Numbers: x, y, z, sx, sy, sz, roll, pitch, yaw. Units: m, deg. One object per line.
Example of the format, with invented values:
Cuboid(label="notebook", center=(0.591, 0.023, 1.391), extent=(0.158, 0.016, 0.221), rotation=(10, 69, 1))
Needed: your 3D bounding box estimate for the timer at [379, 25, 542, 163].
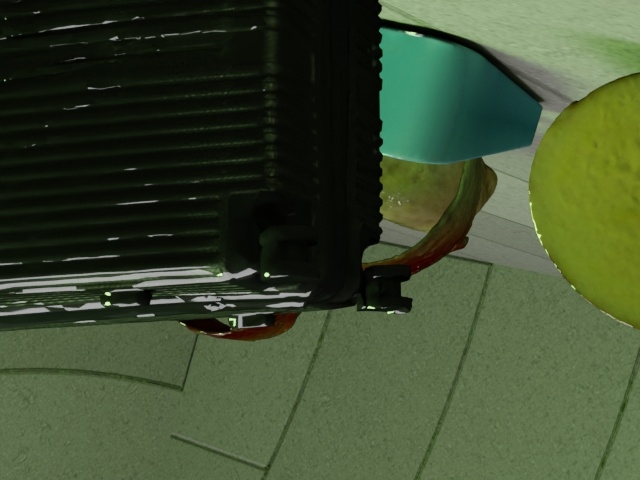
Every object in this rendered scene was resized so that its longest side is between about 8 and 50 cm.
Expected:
Cuboid(label="timer", center=(0.034, -0.109, 1.541), extent=(0.232, 0.091, 0.250), rotation=(13, 180, 23))

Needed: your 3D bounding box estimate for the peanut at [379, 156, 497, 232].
Cuboid(label="peanut", center=(0.046, -0.076, 1.783), extent=(0.253, 0.122, 0.137), rotation=(13, 167, -15))

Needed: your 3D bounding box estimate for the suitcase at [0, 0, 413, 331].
Cuboid(label="suitcase", center=(-0.129, -0.071, 1.008), extent=(0.335, 0.229, 0.152), rotation=(-4, 169, 23))

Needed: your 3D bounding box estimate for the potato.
Cuboid(label="potato", center=(0.247, -0.033, 1.323), extent=(0.204, 0.178, 0.158), rotation=(-10, -173, 12))

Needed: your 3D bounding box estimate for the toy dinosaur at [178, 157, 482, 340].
Cuboid(label="toy dinosaur", center=(0.001, -0.003, 1.710), extent=(0.207, 0.113, 0.327), rotation=(-5, 161, -41))
